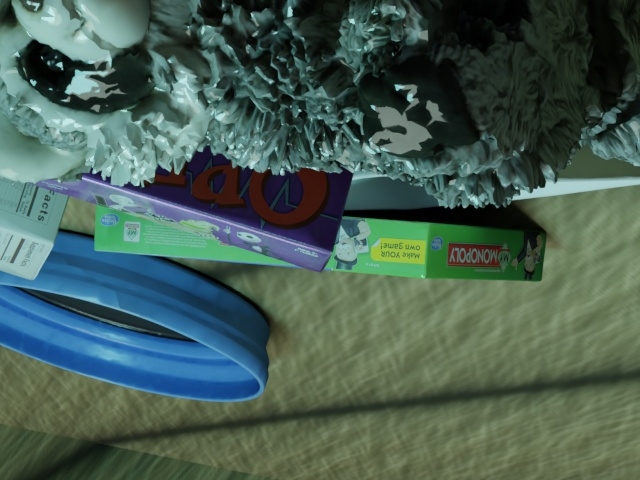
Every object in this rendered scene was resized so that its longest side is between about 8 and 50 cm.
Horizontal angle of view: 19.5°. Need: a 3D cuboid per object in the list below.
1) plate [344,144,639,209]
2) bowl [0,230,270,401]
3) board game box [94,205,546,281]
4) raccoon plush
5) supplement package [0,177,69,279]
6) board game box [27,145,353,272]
[{"bbox_3d":[0.059,-0.052,1.345,0.278,0.045,0.277,0,176,-41],"label":"plate"},{"bbox_3d":[-0.243,0.084,2.109,0.391,0.077,0.391,14,163,4],"label":"bowl"},{"bbox_3d":[0.000,0.000,1.565,0.317,0.046,0.213,5,-178,32],"label":"board game box"},{"bbox_3d":[0.006,-0.078,1.052,0.299,0.216,0.446,-9,151,31],"label":"raccoon plush"},{"bbox_3d":[-0.329,-0.077,1.569,0.244,0.139,0.134,20,161,-11],"label":"supplement package"},{"bbox_3d":[-0.135,-0.128,1.125,0.347,0.208,0.056,17,163,-6],"label":"board game box"}]
